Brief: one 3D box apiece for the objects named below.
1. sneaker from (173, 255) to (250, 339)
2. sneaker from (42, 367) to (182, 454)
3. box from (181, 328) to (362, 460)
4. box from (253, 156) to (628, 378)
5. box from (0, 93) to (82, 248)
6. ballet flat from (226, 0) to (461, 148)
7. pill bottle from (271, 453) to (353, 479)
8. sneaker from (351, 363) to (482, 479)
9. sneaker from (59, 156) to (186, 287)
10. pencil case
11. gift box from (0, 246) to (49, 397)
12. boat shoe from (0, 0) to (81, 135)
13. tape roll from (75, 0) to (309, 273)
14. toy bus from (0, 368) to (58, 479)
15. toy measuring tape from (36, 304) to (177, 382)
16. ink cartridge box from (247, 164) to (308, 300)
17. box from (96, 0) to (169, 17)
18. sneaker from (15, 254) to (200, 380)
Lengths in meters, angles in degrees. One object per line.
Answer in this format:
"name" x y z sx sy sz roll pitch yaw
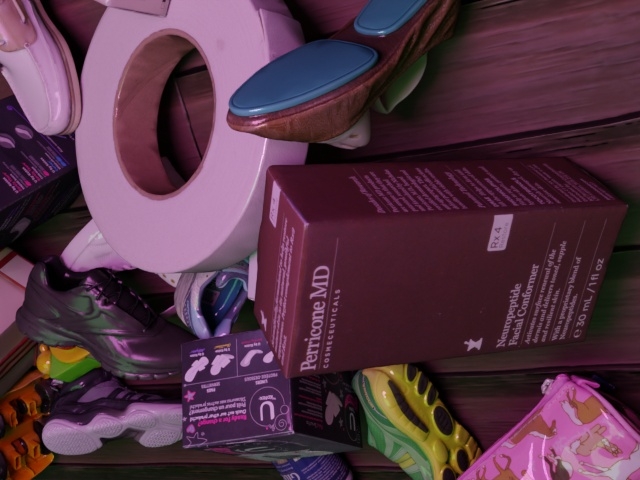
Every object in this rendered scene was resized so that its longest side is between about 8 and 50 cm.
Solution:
"sneaker" -0.111 0.010 1.110 0.110 0.122 0.283 11 106 -23
"sneaker" -0.326 0.263 1.381 0.268 0.153 0.101 -5 136 -12
"box" -0.062 0.220 1.128 0.163 0.247 0.142 -13 67 19
"box" 0.129 0.020 0.915 0.381 0.143 0.191 -4 121 -18
"box" -0.448 -0.092 1.156 0.143 0.270 0.165 45 123 -3
"ballet flat" 0.044 -0.178 0.883 0.116 0.342 0.124 20 143 35
"pill bottle" -0.008 0.363 1.293 0.094 0.094 0.169 -29 100 32
"sneaker" 0.145 0.290 1.203 0.123 0.109 0.296 -1 123 56
"sneaker" -0.272 0.028 1.237 0.169 0.108 0.292 49 122 -1
"pencil case" 0.253 0.342 1.065 0.160 0.167 0.386 32 107 -38
"gift box" -0.592 0.131 1.345 0.255 0.258 0.276 36 140 2
"boat shoe" -0.420 -0.277 1.105 0.113 0.103 0.303 -27 85 39
"tape roll" -0.170 -0.152 1.016 0.391 0.072 0.393 -1 88 42
"toy bus" -0.600 0.317 1.518 0.211 0.149 0.220 26 121 29
"toy measuring tape" -0.331 0.119 1.324 0.330 0.121 0.121 -30 100 16
"ink cartridge box" 0.000 0.000 1.061 0.127 0.176 0.128 14 119 17
"box" -0.295 -0.367 0.999 0.275 0.094 0.113 29 111 31
"sneaker" -0.304 0.110 1.195 0.286 0.109 0.130 17 114 1
